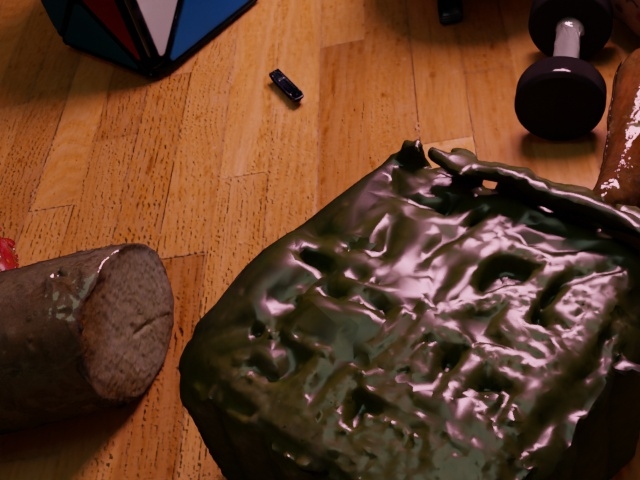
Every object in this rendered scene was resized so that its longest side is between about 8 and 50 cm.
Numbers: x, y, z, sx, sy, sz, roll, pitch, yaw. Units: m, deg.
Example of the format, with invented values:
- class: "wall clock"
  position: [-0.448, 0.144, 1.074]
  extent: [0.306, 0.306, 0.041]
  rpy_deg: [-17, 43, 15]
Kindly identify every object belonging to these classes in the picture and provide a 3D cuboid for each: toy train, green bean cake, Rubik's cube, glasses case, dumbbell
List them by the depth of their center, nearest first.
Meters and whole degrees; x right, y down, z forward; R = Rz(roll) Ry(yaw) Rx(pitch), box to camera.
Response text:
- class: "green bean cake"
  position: [0.086, 0.104, 0.772]
  extent: [0.335, 0.218, 0.319]
  rpy_deg: [20, 55, 36]
- class: "dumbbell"
  position: [0.282, -0.210, 1.114]
  extent: [0.100, 0.100, 0.191]
  rpy_deg: [1, 46, 19]
- class: "toy train"
  position: [-0.043, -0.201, 1.273]
  extent: [0.017, 0.017, 0.083]
  rpy_deg: [-30, 43, -9]
- class: "glasses case"
  position: [0.176, -0.327, 1.326]
  extent: [0.034, 0.023, 0.083]
  rpy_deg: [-9, 44, 12]
- class: "Rubik's cube"
  position: [-0.266, -0.419, 1.405]
  extent: [0.248, 0.246, 0.250]
  rpy_deg: [22, 56, 35]

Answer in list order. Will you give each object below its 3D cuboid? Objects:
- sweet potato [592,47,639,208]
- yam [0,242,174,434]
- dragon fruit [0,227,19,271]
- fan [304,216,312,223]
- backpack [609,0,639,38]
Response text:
- class: "sweet potato"
  position: [0.329, -0.108, 1.017]
  extent: [0.075, 0.075, 0.273]
  rpy_deg: [8, 52, 25]
- class: "yam"
  position: [-0.302, 0.104, 0.939]
  extent: [0.304, 0.168, 0.168]
  rpy_deg: [-12, 43, 6]
- class: "dragon fruit"
  position: [-0.442, 0.016, 1.117]
  extent: [0.153, 0.111, 0.153]
  rpy_deg: [-11, 39, 9]
- class: "fan"
  position: [-0.003, -0.006, 1.068]
  extent: [0.080, 0.003, 0.060]
  rpy_deg: [-35, 45, -18]
- class: "backpack"
  position: [0.404, -0.337, 1.120]
  extent: [0.139, 0.229, 0.229]
  rpy_deg: [-22, 43, -12]
